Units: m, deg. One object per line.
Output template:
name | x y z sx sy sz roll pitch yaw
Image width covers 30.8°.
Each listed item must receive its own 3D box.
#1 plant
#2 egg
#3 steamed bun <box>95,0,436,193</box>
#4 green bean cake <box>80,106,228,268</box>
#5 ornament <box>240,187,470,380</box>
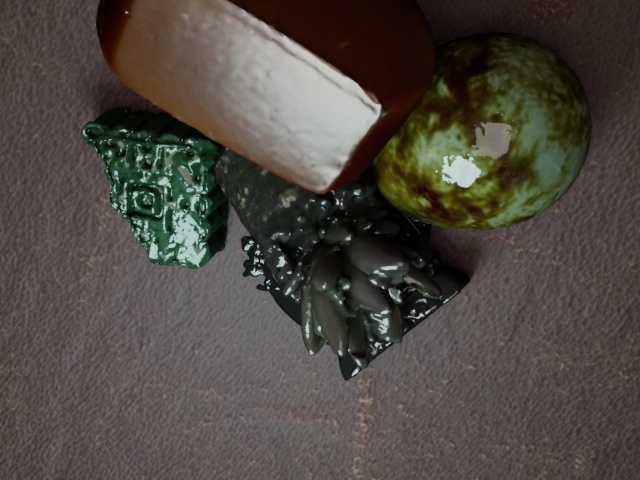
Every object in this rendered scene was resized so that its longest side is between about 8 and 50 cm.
plant | 0.000 0.000 1.464 0.194 0.181 0.321 -35 75 3
egg | 0.190 -0.129 1.432 0.289 0.238 0.238 -17 106 32
steamed bun | -0.055 -0.253 1.338 0.379 0.248 0.235 31 136 -4
green bean cake | -0.225 -0.066 1.584 0.193 0.107 0.208 6 110 6
ornament | 0.040 0.032 1.587 0.251 0.106 0.260 -38 90 11
